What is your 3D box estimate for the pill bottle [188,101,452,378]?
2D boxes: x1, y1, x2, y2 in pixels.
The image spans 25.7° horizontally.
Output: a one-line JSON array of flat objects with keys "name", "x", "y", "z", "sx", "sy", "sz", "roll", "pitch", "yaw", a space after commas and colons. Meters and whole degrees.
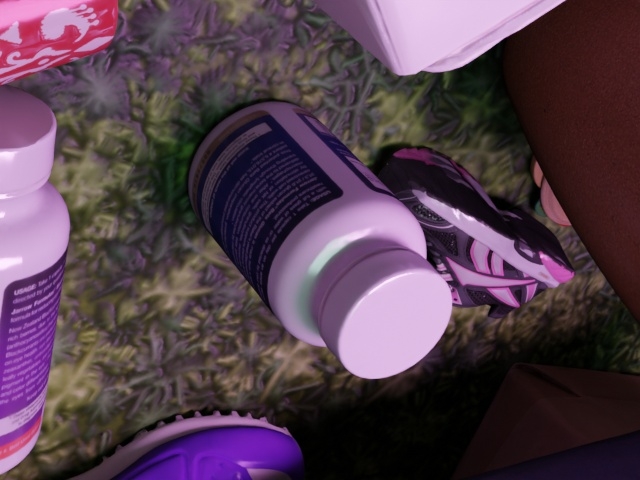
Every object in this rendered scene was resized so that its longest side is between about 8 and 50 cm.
[{"name": "pill bottle", "x": 0.000, "y": 0.000, "z": 0.783, "sx": 0.094, "sy": 0.169, "sz": 0.094, "roll": -17, "pitch": 130, "yaw": -22}]

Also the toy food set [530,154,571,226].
[{"name": "toy food set", "x": 0.184, "y": -0.045, "z": 0.976, "sx": 0.083, "sy": 0.020, "sz": 0.083, "roll": -27, "pitch": 133, "yaw": -15}]

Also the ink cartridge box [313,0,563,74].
[{"name": "ink cartridge box", "x": 0.062, "y": -0.313, "z": 0.596, "sx": 0.285, "sy": 0.166, "sz": 0.395, "roll": -32, "pitch": 133, "yaw": -9}]

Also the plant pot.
[{"name": "plant pot", "x": 0.224, "y": -0.063, "z": 0.826, "sx": 0.237, "sy": 0.254, "sz": 0.237, "roll": -18, "pitch": 129, "yaw": -23}]

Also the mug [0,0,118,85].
[{"name": "mug", "x": -0.176, "y": -0.098, "z": 0.617, "sx": 0.169, "sy": 0.150, "sz": 0.113, "roll": -20, "pitch": 130, "yaw": -26}]

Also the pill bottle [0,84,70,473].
[{"name": "pill bottle", "x": -0.186, "y": 0.020, "z": 0.719, "sx": 0.108, "sy": 0.108, "sz": 0.193, "roll": -5, "pitch": 124, "yaw": -31}]

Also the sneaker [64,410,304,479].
[{"name": "sneaker", "x": -0.126, "y": 0.211, "z": 0.872, "sx": 0.293, "sy": 0.146, "sz": 0.102, "roll": -16, "pitch": 129, "yaw": -23}]

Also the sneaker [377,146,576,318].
[{"name": "sneaker", "x": 0.094, "y": 0.008, "z": 0.926, "sx": 0.077, "sy": 0.072, "sz": 0.178, "roll": -44, "pitch": 130, "yaw": 18}]

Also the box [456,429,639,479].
[{"name": "box", "x": 0.190, "y": 0.396, "z": 0.894, "sx": 0.479, "sy": 0.297, "sz": 0.472, "roll": -13, "pitch": 122, "yaw": -15}]

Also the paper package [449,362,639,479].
[{"name": "paper package", "x": 0.229, "y": 0.283, "z": 1.146, "sx": 0.309, "sy": 0.168, "sz": 0.325, "roll": 9, "pitch": 116, "yaw": -37}]
